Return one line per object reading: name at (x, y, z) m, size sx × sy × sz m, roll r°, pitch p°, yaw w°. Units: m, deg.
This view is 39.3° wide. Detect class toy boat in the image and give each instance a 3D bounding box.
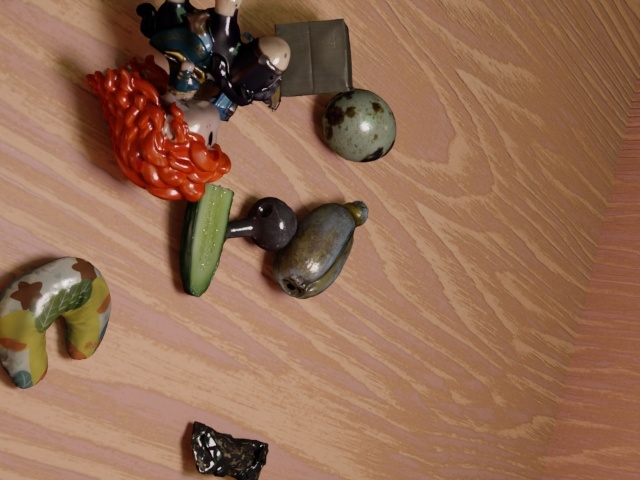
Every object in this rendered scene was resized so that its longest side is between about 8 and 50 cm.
toy boat at (-0.189, -0.347, 1.864) m, size 0.097 × 0.100 × 0.223 m, roll 32°, pitch 61°, yaw -16°

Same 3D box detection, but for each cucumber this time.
cucumber at (-0.249, -0.006, 1.827) m, size 0.115 × 0.063 × 0.243 m, roll 0°, pitch 105°, yaw -58°

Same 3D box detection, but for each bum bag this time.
bum bag at (-0.196, 0.467, 1.940) m, size 0.248 × 0.069 × 0.102 m, roll 31°, pitch 72°, yaw -43°

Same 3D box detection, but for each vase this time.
vase at (-0.145, -0.029, 1.933) m, size 0.183 × 0.120 × 0.120 m, roll -10°, pitch 101°, yaw -31°

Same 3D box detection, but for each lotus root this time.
lotus root at (0.000, 0.000, 2.069) m, size 0.322 × 0.140 × 0.158 m, roll -54°, pitch 154°, yaw -41°

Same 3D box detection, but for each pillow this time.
pillow at (-0.474, 0.138, 1.599) m, size 0.233 × 0.086 × 0.214 m, roll -27°, pitch 123°, yaw -47°

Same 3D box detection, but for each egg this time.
egg at (0.097, -0.267, 2.131) m, size 0.231 × 0.169 × 0.169 m, roll 26°, pitch 74°, yaw -58°

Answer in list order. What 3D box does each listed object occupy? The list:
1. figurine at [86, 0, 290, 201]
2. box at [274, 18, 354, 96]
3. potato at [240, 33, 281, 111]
figurine at (-0.241, -0.284, 1.646) m, size 0.306 × 0.241 × 0.411 m, roll 35°, pitch 103°, yaw -26°
box at (-0.012, -0.389, 1.935) m, size 0.231 × 0.156 × 0.148 m, roll -60°, pitch 146°, yaw -79°
potato at (-0.173, -0.378, 1.769) m, size 0.261 × 0.100 × 0.120 m, roll 26°, pitch 63°, yaw -6°
